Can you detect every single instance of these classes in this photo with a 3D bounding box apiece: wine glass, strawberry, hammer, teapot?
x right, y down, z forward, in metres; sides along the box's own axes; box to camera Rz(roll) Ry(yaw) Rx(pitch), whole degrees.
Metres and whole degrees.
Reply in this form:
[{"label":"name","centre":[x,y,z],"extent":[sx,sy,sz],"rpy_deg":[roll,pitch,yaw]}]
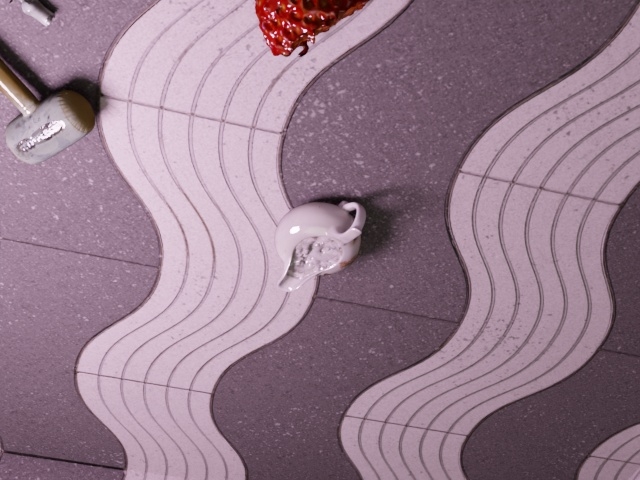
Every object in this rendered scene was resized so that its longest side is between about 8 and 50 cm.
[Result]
[{"label":"wine glass","centre":[-0.553,-0.451,1.687],"extent":[0.083,0.042,0.039],"rpy_deg":[33,165,-30]},{"label":"strawberry","centre":[-0.029,-0.450,1.603],"extent":[0.234,0.234,0.178],"rpy_deg":[-27,99,26]},{"label":"hammer","centre":[-0.624,-0.303,1.793],"extent":[0.202,0.113,0.305],"rpy_deg":[-27,123,22]},{"label":"teapot","centre":[0.000,0.000,2.037],"extent":[0.204,0.139,0.298],"rpy_deg":[28,129,-20]}]
